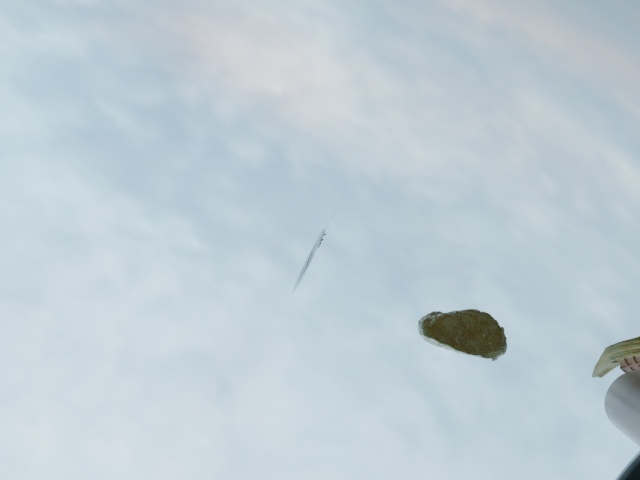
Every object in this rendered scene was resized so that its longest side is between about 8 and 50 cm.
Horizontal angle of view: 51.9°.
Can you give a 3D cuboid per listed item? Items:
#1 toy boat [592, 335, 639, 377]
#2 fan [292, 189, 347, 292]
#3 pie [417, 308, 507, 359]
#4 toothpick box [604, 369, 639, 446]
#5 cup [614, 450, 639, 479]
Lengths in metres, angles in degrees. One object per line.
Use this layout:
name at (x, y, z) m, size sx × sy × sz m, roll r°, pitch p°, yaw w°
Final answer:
toy boat at (0.623, 0.238, 1.326) m, size 0.065 × 0.172 × 0.066 m, roll 6°, pitch -119°, yaw -35°
fan at (0.001, 0.000, 1.644) m, size 0.009 × 0.329 × 0.190 m, roll 27°, pitch -153°, yaw -4°
pie at (0.434, 0.287, 2.011) m, size 0.275 × 0.105 × 0.257 m, roll 8°, pitch -160°, yaw -5°
toothpick box at (0.516, 0.272, 0.975) m, size 0.111 × 0.111 × 0.180 m, roll 26°, pitch -175°, yaw -8°
cup at (0.404, 0.343, 0.556) m, size 0.311 × 0.331 × 0.257 m, roll 38°, pitch -145°, yaw 11°
